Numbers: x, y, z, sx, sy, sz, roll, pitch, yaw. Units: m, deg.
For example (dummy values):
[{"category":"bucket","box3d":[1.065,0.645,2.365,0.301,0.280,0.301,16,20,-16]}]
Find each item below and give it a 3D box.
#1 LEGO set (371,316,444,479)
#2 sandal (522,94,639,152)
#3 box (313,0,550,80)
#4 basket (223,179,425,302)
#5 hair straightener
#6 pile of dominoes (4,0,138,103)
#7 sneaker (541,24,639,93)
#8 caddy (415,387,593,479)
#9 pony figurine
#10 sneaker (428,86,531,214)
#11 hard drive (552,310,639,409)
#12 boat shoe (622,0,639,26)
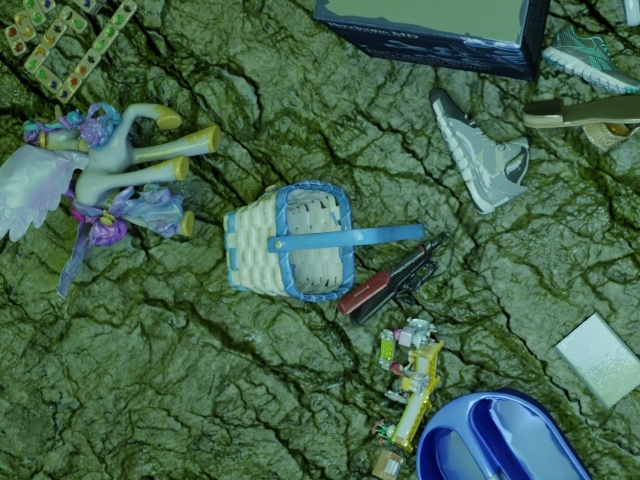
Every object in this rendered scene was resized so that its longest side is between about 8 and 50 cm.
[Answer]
[{"category":"LEGO set","box3d":[0.124,0.256,1.742,0.107,0.132,0.286,19,107,24]},{"category":"sandal","box3d":[0.451,-0.182,1.675,0.240,0.088,0.079,2,124,21]},{"category":"box","box3d":[0.190,-0.384,1.557,0.294,0.395,0.211,11,94,14]},{"category":"basket","box3d":[0.000,0.000,1.692,0.289,0.255,0.201,-1,90,25]},{"category":"hair straightener","box3d":[0.139,0.069,1.762,0.230,0.089,0.047,-41,40,0]},{"category":"pile of dominoes","box3d":[-0.473,-0.409,1.908,0.196,0.040,0.251,41,100,10]},{"category":"sneaker","box3d":[0.446,-0.294,1.668,0.167,0.065,0.076,28,94,10]},{"category":"caddy","box3d":[0.307,0.399,1.665,0.241,0.179,0.341,-36,83,14]},{"category":"pony figurine","box3d":[-0.391,-0.097,1.806,0.364,0.302,0.350,3,61,17]},{"category":"sneaker","box3d":[0.276,-0.168,1.711,0.132,0.086,0.228,-25,96,9]},{"category":"hard drive","box3d":[0.462,0.196,1.698,0.094,0.022,0.135,-42,82,12]},{"category":"boat shoe","box3d":[0.511,-0.455,1.633,0.076,0.083,0.226,-4,90,15]}]
